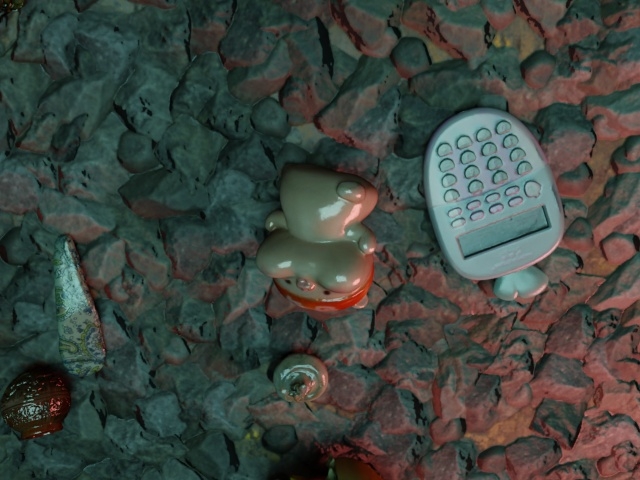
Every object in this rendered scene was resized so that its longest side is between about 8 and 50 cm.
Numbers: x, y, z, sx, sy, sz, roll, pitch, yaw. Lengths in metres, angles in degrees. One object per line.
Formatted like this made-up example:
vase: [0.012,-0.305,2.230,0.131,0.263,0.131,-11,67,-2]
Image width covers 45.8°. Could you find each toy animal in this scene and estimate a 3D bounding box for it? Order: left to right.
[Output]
toy animal: [0.000,0.000,1.037,0.171,0.171,0.197,3,106,-5]

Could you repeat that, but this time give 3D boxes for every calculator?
calculator: [0.251,-0.047,1.094,0.186,0.041,0.298,-22,107,4]

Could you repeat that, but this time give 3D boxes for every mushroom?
mushroom: [-0.030,0.215,1.147,0.085,0.079,0.085,-1,107,-2]

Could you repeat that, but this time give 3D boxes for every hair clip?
hair clip: [-0.359,0.103,1.110,0.066,0.036,0.229,-6,110,-8]

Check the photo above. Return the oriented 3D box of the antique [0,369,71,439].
antique: [-0.422,0.240,1.122,0.104,0.104,0.104,-1,110,-3]

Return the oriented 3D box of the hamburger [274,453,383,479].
hamburger: [0.040,0.464,1.146,0.212,0.274,0.274,-25,109,-2]

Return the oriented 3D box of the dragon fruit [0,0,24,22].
dragon fruit: [-0.341,-0.369,0.914,0.125,0.125,0.246,30,122,-27]
